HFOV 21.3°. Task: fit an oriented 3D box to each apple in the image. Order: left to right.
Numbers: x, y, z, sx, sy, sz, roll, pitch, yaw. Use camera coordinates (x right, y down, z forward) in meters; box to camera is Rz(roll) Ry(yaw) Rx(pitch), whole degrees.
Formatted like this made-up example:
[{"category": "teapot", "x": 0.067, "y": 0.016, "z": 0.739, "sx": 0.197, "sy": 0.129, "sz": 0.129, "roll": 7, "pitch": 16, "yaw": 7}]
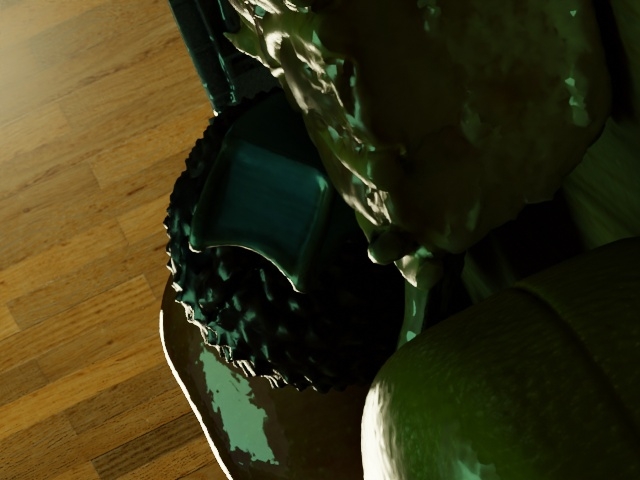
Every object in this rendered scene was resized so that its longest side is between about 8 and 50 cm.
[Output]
[{"category": "apple", "x": 0.002, "y": 0.082, "z": 1.261, "sx": 0.272, "sy": 0.206, "sz": 0.251, "roll": 62, "pitch": 179, "yaw": 10}]

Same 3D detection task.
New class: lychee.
[{"category": "lychee", "x": 0.000, "y": 0.000, "z": 1.014, "sx": 0.188, "sy": 0.188, "sz": 0.188, "roll": 64, "pitch": 176, "yaw": 9}]

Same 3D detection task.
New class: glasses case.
[{"category": "glasses case", "x": 0.104, "y": 0.128, "z": 0.690, "sx": 0.371, "sy": 0.141, "sz": 0.173, "roll": 73, "pitch": 171, "yaw": -61}]

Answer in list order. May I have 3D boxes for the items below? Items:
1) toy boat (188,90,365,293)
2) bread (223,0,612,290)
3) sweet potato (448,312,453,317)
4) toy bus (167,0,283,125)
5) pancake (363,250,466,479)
[{"category": "toy boat", "x": 0.000, "y": -0.020, "z": 0.774, "sx": 0.185, "sy": 0.075, "sz": 0.077, "roll": -42, "pitch": -29, "yaw": -67}, {"category": "bread", "x": 0.005, "y": -0.123, "z": 0.659, "sx": 0.275, "sy": 0.114, "sz": 0.185, "roll": -119, "pitch": 6, "yaw": -62}, {"category": "sweet potato", "x": 0.110, "y": 0.138, "z": 1.040, "sx": 0.252, "sy": 0.097, "sz": 0.097, "roll": -114, "pitch": 2, "yaw": -46}, {"category": "toy bus", "x": -0.078, "y": -0.185, "z": 1.375, "sx": 0.138, "sy": 0.097, "sz": 0.342, "roll": -119, "pitch": 5, "yaw": -61}, {"category": "pancake", "x": 0.051, "y": 0.034, "z": 0.839, "sx": 0.235, "sy": 0.029, "sz": 0.212, "roll": 90, "pitch": -167, "yaw": -67}]
